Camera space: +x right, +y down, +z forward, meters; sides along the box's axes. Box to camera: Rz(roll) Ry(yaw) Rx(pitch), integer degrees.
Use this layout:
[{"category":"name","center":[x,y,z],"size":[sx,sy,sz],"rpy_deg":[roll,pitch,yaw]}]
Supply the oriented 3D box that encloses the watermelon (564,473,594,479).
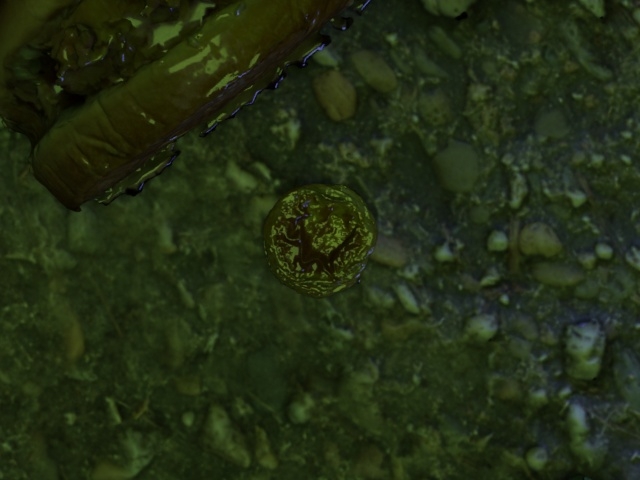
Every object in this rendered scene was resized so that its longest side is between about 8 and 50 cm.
[{"category":"watermelon","center":[0.257,0.414,1.433],"size":[0.387,0.258,0.228],"rpy_deg":[-30,97,-5]}]

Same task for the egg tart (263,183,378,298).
[{"category":"egg tart","center":[0.000,0.000,1.496],"size":[0.130,0.052,0.130],"rpy_deg":[0,92,-3]}]

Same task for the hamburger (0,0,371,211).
[{"category":"hamburger","center":[-0.152,-0.243,1.361],"size":[0.445,0.287,0.268],"rpy_deg":[-36,93,-3]}]
